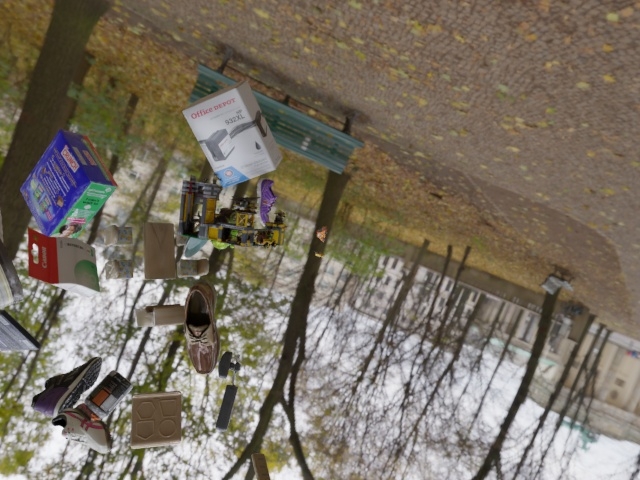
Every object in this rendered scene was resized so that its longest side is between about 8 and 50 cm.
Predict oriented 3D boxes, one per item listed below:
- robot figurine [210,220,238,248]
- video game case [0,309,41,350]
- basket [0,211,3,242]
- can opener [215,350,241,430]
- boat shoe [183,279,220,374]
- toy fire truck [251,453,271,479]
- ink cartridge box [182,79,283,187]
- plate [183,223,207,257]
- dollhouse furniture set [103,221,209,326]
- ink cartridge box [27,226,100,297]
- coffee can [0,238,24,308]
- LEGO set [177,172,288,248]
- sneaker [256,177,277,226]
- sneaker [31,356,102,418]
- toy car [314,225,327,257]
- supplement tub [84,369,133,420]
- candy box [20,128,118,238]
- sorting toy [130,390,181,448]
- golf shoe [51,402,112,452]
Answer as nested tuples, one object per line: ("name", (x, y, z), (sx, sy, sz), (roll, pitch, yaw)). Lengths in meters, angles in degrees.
("robot figurine", (-0.328, -0.018, 1.668), (0.101, 0.115, 0.067), (46, 140, -14))
("video game case", (-1.153, 0.323, 1.726), (0.274, 0.026, 0.196), (-6, 130, 19))
("basket", (-1.009, -0.067, 1.173), (0.328, 0.331, 0.266), (67, -172, 23))
("can opener", (-0.362, 0.565, 1.851), (0.095, 0.283, 0.076), (14, 162, -3))
("boat shoe", (-0.411, 0.300, 1.655), (0.123, 0.324, 0.116), (-5, -176, 1))
("toy fire truck", (-0.143, 0.782, 1.461), (0.159, 0.246, 0.217), (8, 169, 30))
("ink cartridge box", (-0.305, -0.372, 1.732), (0.223, 0.307, 0.129), (-17, -155, 18))
("plate", (-0.426, -0.020, 1.729), (0.024, 0.188, 0.188), (34, -177, 6))
("dollhouse furniture set", (-0.593, 0.122, 1.854), (0.362, 0.394, 0.256), (1, 171, -38))
("ink cartridge box", (-0.787, 0.063, 1.509), (0.224, 0.056, 0.181), (50, -164, -58))
("coffee can", (-0.803, 0.094, 1.008), (0.202, 0.201, 0.275), (24, -142, 37))
("LEGO set", (-0.259, -0.096, 1.457), (0.331, 0.192, 0.255), (11, -173, 35))
("sneaker", (-0.187, -0.133, 1.717), (0.071, 0.169, 0.068), (1, -169, 2))
("sneaker", (-0.862, 0.477, 1.671), (0.124, 0.107, 0.283), (16, -158, 2))
("toy car", (0.000, 0.000, 1.849), (0.041, 0.122, 0.060), (12, 138, -5))
("supplement tub", (-0.873, 0.635, 1.995), (0.117, 0.190, 0.117), (28, 149, 19))
("candy box", (-0.923, -0.195, 1.786), (0.268, 0.317, 0.122), (54, -158, 19))
("sorting toy", (-0.662, 0.722, 1.980), (0.193, 0.208, 0.038), (0, 165, -16))
("golf shoe", (-0.568, 0.461, 1.170), (0.186, 0.067, 0.086), (16, -161, 37))
